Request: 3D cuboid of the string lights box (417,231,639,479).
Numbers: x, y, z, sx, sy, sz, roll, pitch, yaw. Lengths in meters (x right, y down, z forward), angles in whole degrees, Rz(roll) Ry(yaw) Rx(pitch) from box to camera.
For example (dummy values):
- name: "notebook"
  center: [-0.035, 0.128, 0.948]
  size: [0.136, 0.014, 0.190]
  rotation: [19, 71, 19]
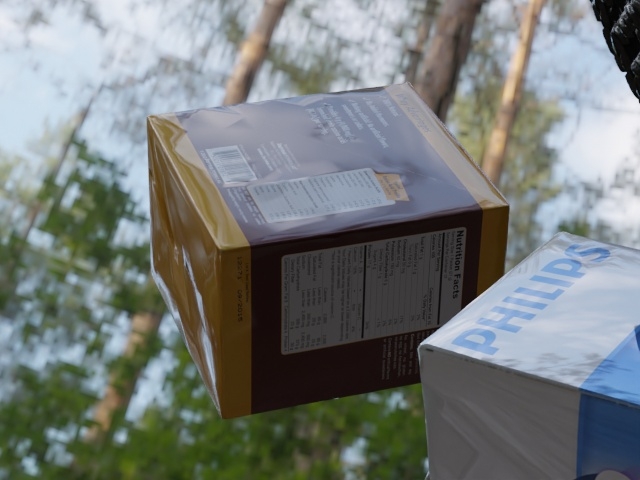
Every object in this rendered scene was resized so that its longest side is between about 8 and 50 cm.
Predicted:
- name: "string lights box"
  center: [0.150, 0.095, 0.408]
  size: [0.259, 0.077, 0.133]
  rotation: [15, -59, 31]

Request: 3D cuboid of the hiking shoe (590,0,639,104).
- name: "hiking shoe"
  center: [0.207, -0.093, 0.896]
  size: [0.114, 0.086, 0.227]
  rotation: [-25, -82, -6]

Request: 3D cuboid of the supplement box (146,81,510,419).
- name: "supplement box"
  center: [0.000, 0.000, 1.261]
  size: [0.194, 0.191, 0.129]
  rotation: [-9, -58, -16]
